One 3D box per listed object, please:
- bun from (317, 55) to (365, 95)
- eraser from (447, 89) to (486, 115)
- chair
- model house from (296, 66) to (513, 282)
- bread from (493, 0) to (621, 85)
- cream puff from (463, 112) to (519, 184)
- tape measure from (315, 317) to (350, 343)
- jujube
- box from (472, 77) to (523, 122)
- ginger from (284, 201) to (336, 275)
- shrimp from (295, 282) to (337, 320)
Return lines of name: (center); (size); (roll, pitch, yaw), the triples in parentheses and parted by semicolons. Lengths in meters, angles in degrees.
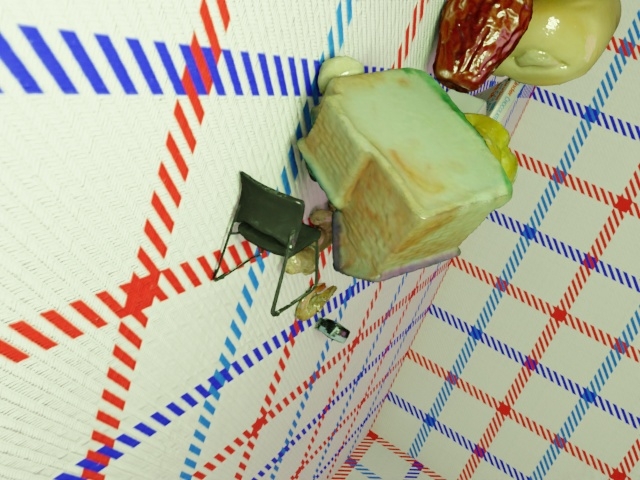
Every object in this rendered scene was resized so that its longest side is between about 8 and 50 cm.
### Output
bun: (0.032, -0.280, 1.024); (0.086, 0.054, 0.086); (-19, 168, -4)
eraser: (0.344, -0.283, 1.704); (0.287, 0.130, 0.086); (-54, 156, -15)
chair: (-0.074, -0.012, 1.024); (0.145, 0.140, 0.221); (-35, 145, -52)
model house: (0.109, -0.092, 1.050); (0.245, 0.312, 0.280); (-19, 156, -29)
bread: (0.629, -0.601, 1.684); (0.376, 0.348, 0.252); (-50, 138, -34)
cream puff: (0.246, -0.171, 1.383); (0.378, 0.275, 0.378); (-38, -166, 11)
tape measure: (0.036, 0.253, 1.721); (0.054, 0.094, 0.091); (-61, 162, -6)
jujube: (0.366, -0.483, 1.383); (0.290, 0.197, 0.197); (-64, 161, 7)
box: (0.474, -0.357, 1.861); (0.273, 0.048, 0.265); (-56, -168, -12)
ginger: (0.002, -0.015, 1.329); (0.259, 0.065, 0.149); (-29, 131, -47)
shrimp: (-0.011, 0.141, 1.552); (0.162, 0.045, 0.095); (-37, 129, -40)
